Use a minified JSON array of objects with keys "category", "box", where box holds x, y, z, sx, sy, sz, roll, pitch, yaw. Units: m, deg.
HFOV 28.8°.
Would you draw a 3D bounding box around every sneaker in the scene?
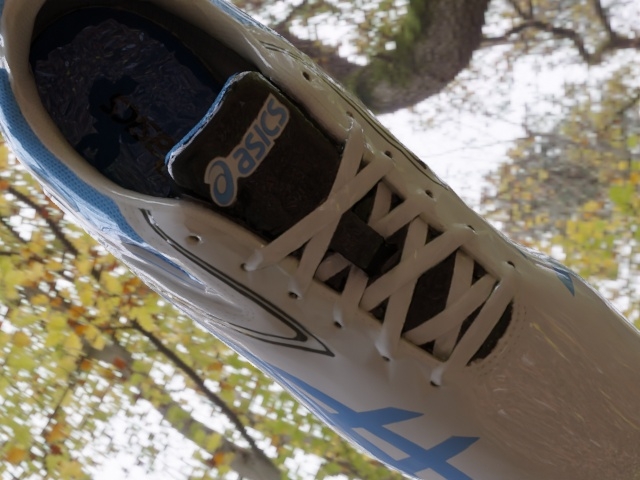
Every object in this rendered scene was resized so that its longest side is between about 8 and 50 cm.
[{"category":"sneaker","box":[0.000,0.000,0.354,0.237,0.086,0.085,35,-95,2]}]
